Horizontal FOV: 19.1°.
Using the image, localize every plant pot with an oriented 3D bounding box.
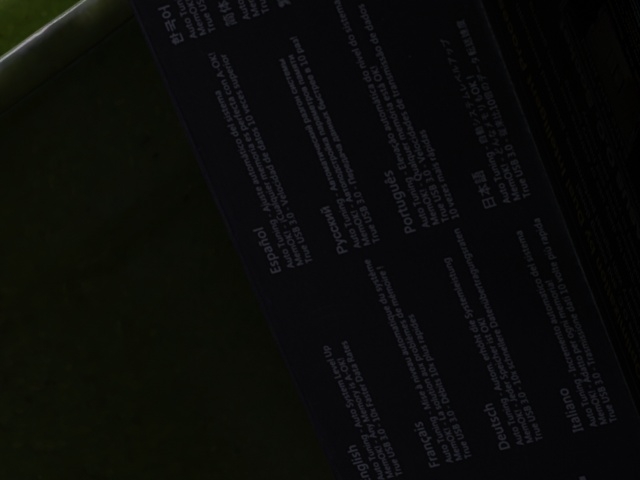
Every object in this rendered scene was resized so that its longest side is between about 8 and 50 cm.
[{"bbox_3d":[-0.051,0.048,0.608,0.276,0.254,0.276,-32,15,10],"label":"plant pot"}]

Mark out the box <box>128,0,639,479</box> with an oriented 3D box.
[{"bbox_3d":[0.060,-0.010,0.506,0.076,0.307,0.242,-17,16,21],"label":"box"}]
